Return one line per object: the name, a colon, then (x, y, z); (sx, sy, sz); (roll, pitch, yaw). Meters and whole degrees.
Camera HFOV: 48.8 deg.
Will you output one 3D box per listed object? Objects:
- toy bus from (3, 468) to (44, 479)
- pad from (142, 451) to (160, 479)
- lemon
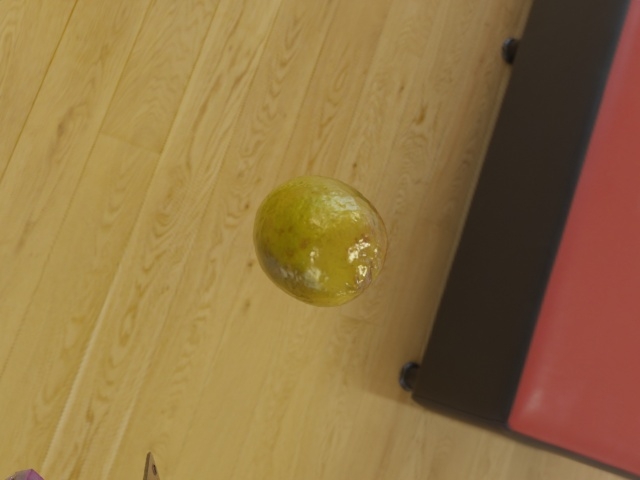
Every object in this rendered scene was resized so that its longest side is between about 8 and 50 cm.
toy bus: (-0.383, 0.462, 1.036); (0.112, 0.090, 0.274); (-36, 111, 6)
pad: (-0.323, 0.608, 1.451); (0.018, 0.286, 0.284); (-15, 99, -9)
lemon: (0.000, 0.000, 0.944); (0.170, 0.207, 0.170); (-20, 124, -33)
